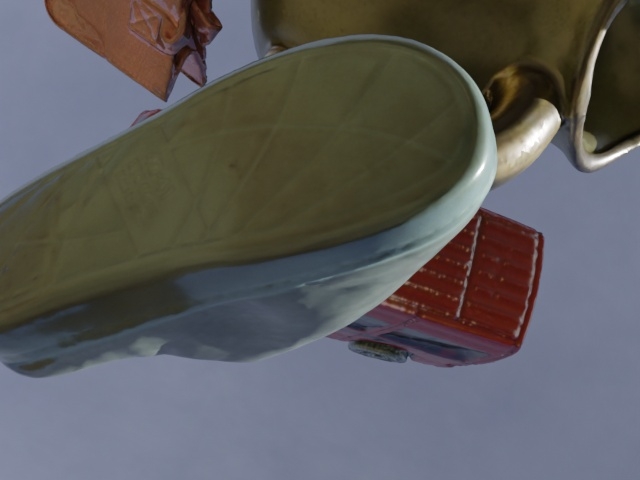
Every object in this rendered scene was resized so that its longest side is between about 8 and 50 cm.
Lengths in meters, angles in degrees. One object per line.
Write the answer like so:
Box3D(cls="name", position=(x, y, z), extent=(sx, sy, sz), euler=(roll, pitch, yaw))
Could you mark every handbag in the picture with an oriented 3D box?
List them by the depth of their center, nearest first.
Box3D(cls="handbag", position=(-0.126, -0.221, 0.825), extent=(0.059, 0.212, 0.157), euler=(-23, -130, -37))

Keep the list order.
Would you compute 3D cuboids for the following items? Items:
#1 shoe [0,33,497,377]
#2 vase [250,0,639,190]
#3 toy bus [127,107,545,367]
Box3D(cls="shoe", position=(-0.029, 0.001, 0.387), extent=(0.195, 0.078, 0.079), euler=(-17, -125, 20))
Box3D(cls="vase", position=(0.095, -0.135, 0.828), extent=(0.302, 0.240, 0.329), euler=(19, -131, 22))
Box3D(cls="toy bus", position=(0.000, 0.000, 0.537), extent=(0.195, 0.089, 0.081), euler=(19, -102, -23))
